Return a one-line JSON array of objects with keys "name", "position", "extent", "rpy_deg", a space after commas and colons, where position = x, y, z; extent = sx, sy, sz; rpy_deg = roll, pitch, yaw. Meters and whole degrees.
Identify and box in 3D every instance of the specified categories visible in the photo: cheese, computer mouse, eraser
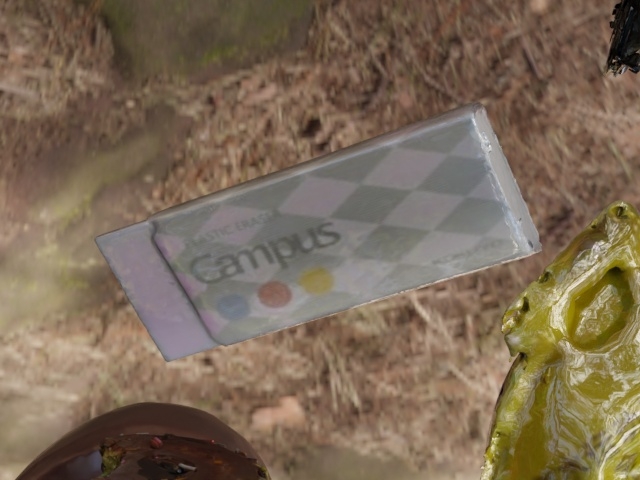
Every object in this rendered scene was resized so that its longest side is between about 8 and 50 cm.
[{"name": "cheese", "position": [0.125, 0.096, 0.519], "extent": [0.156, 0.064, 0.250], "rpy_deg": [-43, 120, -19]}, {"name": "computer mouse", "position": [0.326, -0.248, 1.425], "extent": [0.077, 0.146, 0.241], "rpy_deg": [43, 116, 16]}, {"name": "eraser", "position": [0.000, -0.001, 1.557], "extent": [0.397, 0.082, 0.213], "rpy_deg": [-18, 123, 15]}]

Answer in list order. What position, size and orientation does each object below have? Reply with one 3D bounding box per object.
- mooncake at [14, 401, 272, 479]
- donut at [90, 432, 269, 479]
[{"name": "mooncake", "position": [-0.224, 0.358, 1.875], "extent": [0.326, 0.174, 0.334], "rpy_deg": [11, 97, 4]}, {"name": "donut", "position": [-0.161, 0.282, 1.640], "extent": [0.216, 0.230, 0.096], "rpy_deg": [5, 106, -1]}]
